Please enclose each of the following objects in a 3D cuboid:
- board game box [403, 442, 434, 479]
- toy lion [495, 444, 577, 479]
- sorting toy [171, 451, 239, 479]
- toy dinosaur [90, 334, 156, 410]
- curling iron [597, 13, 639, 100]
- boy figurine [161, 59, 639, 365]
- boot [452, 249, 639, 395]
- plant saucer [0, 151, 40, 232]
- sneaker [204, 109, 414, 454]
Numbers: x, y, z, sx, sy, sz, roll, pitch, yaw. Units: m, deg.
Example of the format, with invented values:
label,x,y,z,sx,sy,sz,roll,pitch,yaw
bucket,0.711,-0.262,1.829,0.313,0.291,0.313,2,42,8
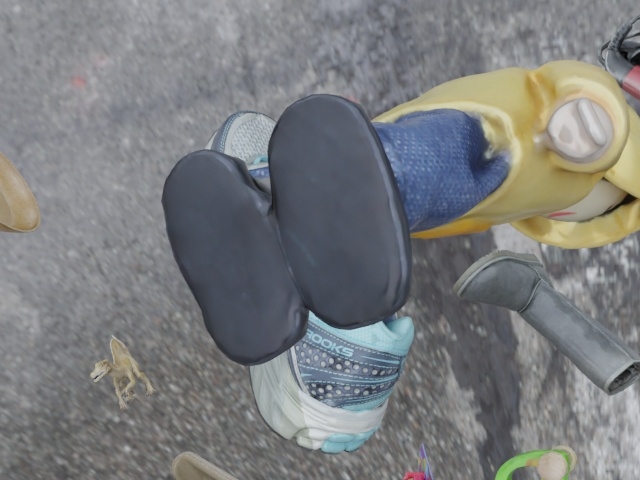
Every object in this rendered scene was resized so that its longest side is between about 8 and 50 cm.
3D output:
label,x,y,z,sx,sy,sz,roll,pitch,yaw
board game box,0.111,0.324,1.732,0.033,0.168,0.133,0,109,-4
toy lion,0.167,0.221,1.167,0.096,0.034,0.100,-14,90,29
sorting toy,-0.013,0.340,1.381,0.041,0.307,0.229,-43,23,-22
toy dinosaur,-0.264,0.174,1.967,0.053,0.183,0.092,-22,98,6
curling iron,0.269,-0.048,0.787,0.274,0.035,0.068,38,74,24
boy figurine,0.056,-0.022,0.617,0.177,0.285,0.092,-22,84,33
boot,0.279,0.104,1.756,0.208,0.190,0.076,54,127,25
plant saucer,-0.191,-0.033,0.806,0.015,0.083,0.083,-39,64,13
sneaker,0.000,0.000,0.990,0.110,0.122,0.283,5,45,-32
